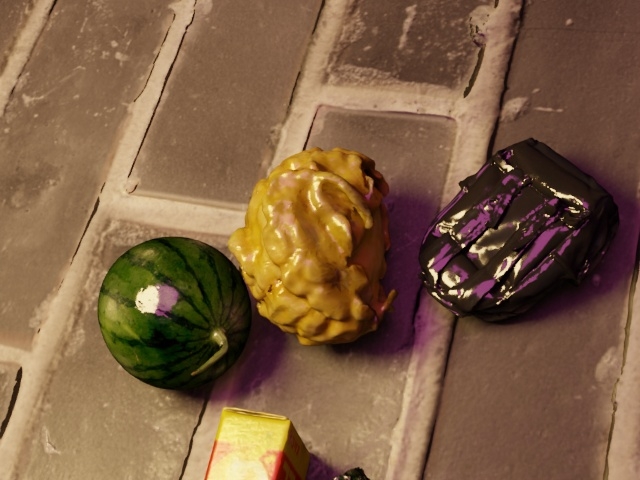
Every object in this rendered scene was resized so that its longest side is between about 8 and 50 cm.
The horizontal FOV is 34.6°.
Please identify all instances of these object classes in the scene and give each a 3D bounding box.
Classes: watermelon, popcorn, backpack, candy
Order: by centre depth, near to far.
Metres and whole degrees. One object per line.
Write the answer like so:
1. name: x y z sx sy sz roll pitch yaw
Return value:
1. candy: -0.089 0.339 1.139 0.088 0.146 0.276 7 65 15
2. watermelon: -0.171 0.090 1.262 0.215 0.188 0.188 14 62 45
3. popcorn: 0.000 0.000 1.263 0.190 0.250 0.250 -17 57 26
4. backpack: 0.240 -0.008 1.283 0.258 0.133 0.206 -42 59 -5

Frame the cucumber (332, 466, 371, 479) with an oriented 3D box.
1. cucumber: 0.115 0.405 1.094 0.096 0.096 0.359 -36 64 -9
